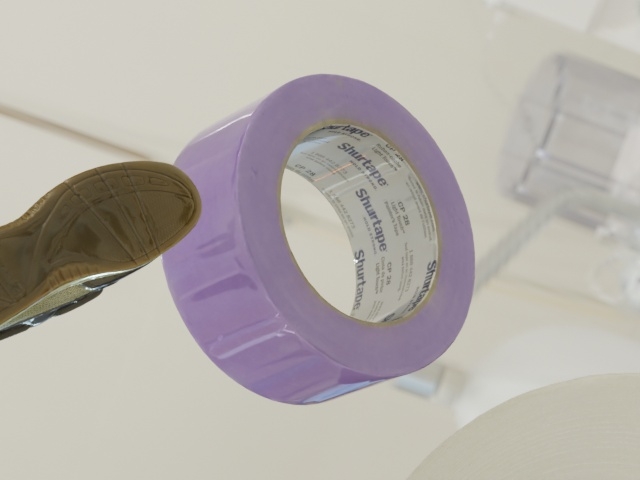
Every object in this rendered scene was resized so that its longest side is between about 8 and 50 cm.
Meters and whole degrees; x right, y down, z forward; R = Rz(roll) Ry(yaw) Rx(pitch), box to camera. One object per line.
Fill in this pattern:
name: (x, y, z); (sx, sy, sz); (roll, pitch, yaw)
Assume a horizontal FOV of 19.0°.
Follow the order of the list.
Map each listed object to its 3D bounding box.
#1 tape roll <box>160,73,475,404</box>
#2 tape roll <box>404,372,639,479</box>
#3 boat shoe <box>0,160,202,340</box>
tape roll: (0.000, 0.000, 1.161); (0.080, 0.189, 0.189); (-25, 43, 45)
tape roll: (0.176, 0.274, 1.222); (0.392, 0.072, 0.392); (-18, 56, 27)
boat shoe: (-0.129, 0.007, 0.933); (0.056, 0.152, 0.049); (62, 152, 7)
